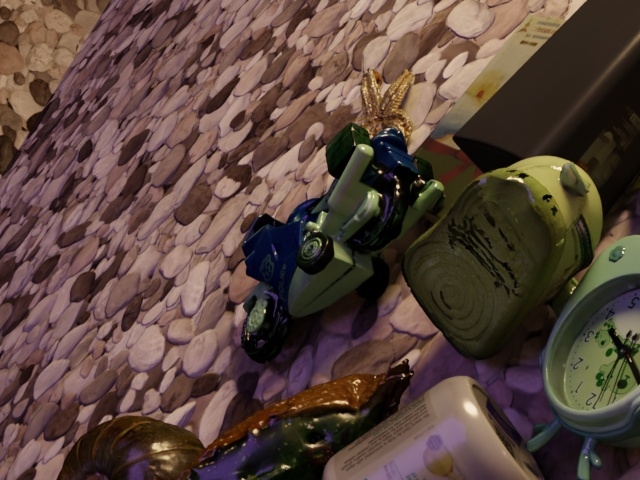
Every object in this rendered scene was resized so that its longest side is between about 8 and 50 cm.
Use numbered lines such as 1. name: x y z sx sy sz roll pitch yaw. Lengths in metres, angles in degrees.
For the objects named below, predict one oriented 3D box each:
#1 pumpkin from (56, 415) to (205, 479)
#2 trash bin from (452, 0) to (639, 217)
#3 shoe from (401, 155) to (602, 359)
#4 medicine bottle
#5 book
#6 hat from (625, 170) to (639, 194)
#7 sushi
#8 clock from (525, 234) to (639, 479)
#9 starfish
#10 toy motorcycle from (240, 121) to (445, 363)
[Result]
1. pumpkin: -0.204 0.305 1.194 0.219 0.162 0.219 -12 72 41
2. trash bin: 0.273 -0.140 1.066 0.225 0.115 0.165 -48 25 -3
3. shoe: 0.172 0.022 0.972 0.262 0.128 0.140 109 141 -59
4. medicine bottle: 0.070 0.222 0.884 0.215 0.135 0.135 -36 31 10
5. book: 0.210 -0.140 1.239 0.289 0.026 0.201 -52 27 0
6. hat: 0.347 -0.085 0.954 0.146 0.067 0.146 -50 -14 -17
7. sushi: -0.019 0.231 1.022 0.287 0.149 0.140 -25 0 1
8. clock: 0.248 0.099 0.855 0.211 0.066 0.159 -55 23 -2
9. starfish: 0.071 -0.159 1.433 0.150 0.053 0.209 -14 47 54
10. toy motorcycle: 0.000 0.000 1.268 0.331 0.125 0.196 -47 34 32
